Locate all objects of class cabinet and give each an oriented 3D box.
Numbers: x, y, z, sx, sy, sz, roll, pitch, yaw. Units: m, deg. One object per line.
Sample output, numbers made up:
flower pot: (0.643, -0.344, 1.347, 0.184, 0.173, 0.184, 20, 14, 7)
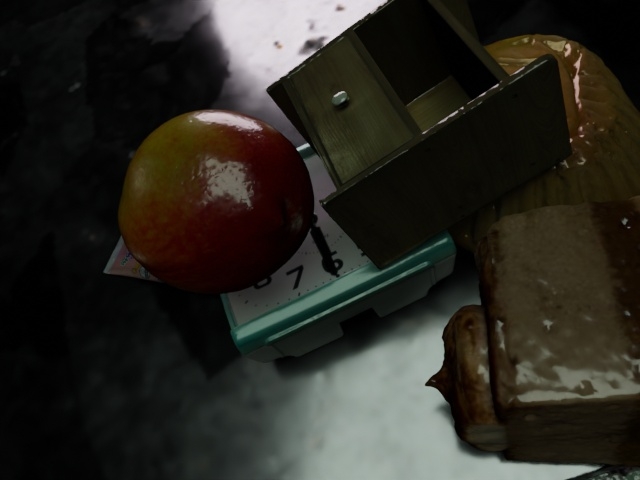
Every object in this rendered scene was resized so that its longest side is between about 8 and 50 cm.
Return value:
cabinet: (0.087, -0.117, 0.505, 0.215, 0.148, 0.175, -32, 53, 12)

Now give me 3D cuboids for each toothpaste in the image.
toothpaste: (-0.215, 0.032, 0.723, 0.194, 0.043, 0.067, 10, 70, 25)

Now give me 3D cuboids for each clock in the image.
clock: (0.000, 0.000, 0.646, 0.262, 0.116, 0.231, -26, 57, 1)

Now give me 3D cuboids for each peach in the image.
peach: (-0.093, -0.035, 0.517, 0.197, 0.197, 0.197, -6, 64, 12)

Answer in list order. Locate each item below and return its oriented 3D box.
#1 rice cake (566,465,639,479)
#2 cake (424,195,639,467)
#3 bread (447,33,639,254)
rice cake: (0.319, 0.217, 0.497, 0.207, 0.033, 0.033, -21, 64, 4)
cake: (0.242, 0.091, 0.483, 0.292, 0.196, 0.199, -8, 53, 17)
bread: (0.243, -0.107, 0.606, 0.274, 0.149, 0.274, -10, 59, 17)
